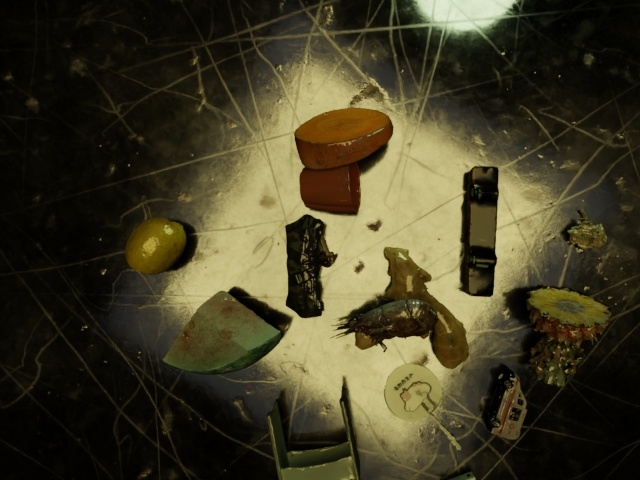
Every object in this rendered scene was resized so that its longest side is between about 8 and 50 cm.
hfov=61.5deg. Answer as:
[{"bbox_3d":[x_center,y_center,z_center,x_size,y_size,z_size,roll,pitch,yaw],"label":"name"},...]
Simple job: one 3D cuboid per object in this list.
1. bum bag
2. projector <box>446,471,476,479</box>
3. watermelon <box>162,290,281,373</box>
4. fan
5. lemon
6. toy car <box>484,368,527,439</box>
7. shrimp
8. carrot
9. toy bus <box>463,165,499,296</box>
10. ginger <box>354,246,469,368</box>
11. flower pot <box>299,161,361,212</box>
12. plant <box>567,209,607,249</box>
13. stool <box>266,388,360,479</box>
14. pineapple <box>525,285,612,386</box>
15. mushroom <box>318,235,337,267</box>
[{"bbox_3d":[-0.058,0.085,1.733,0.143,0.095,0.341,5,100,30],"label":"bum bag"},{"bbox_3d":[0.463,0.831,1.719,0.115,0.061,0.147,-21,88,2],"label":"projector"},{"bbox_3d":[-0.302,0.290,1.715,0.386,0.228,0.259,-15,80,13],"label":"watermelon"},{"bbox_3d":[0.346,0.550,1.755,0.190,0.009,0.329,-42,84,1],"label":"fan"},{"bbox_3d":[-0.536,0.017,1.751,0.170,0.170,0.207,38,90,4],"label":"lemon"},{"bbox_3d":[0.597,0.516,1.700,0.108,0.089,0.210,17,93,4],"label":"toy car"},{"bbox_3d":[0.186,0.256,1.631,0.342,0.145,0.117,-15,51,21],"label":"shrimp"},{"bbox_3d":[0.074,-0.326,1.671,0.307,0.258,0.100,-16,125,4],"label":"carrot"},{"bbox_3d":[0.509,-0.029,1.709,0.093,0.092,0.409,3,90,2],"label":"toy bus"},{"bbox_3d":[0.314,0.217,1.709,0.362,0.122,0.349,14,99,14],"label":"ginger"},{"bbox_3d":[0.029,-0.174,1.710,0.173,0.190,0.191,-4,89,13],"label":"flower pot"},{"bbox_3d":[0.844,-0.035,1.707,0.116,0.104,0.122,29,55,-30],"label":"plant"},{"bbox_3d":[-0.016,0.638,1.702,0.243,0.170,0.270,-11,88,3],"label":"stool"},{"bbox_3d":[0.729,0.311,1.654,0.262,0.262,0.272,6,113,4],"label":"pineapple"},{"bbox_3d":[0.000,0.000,1.768,0.061,0.060,0.187,-13,79,-38],"label":"mushroom"}]
